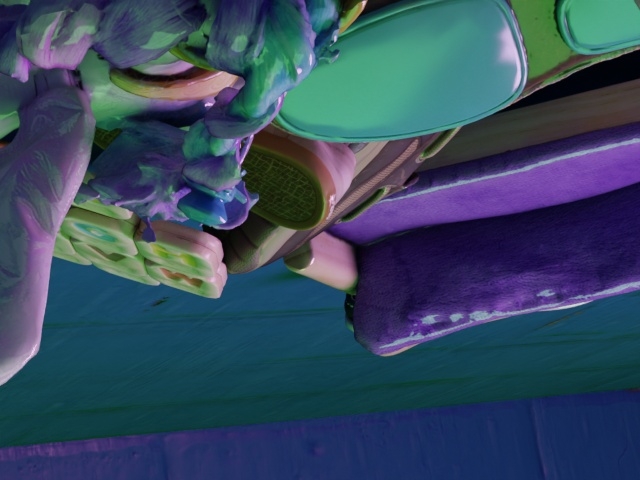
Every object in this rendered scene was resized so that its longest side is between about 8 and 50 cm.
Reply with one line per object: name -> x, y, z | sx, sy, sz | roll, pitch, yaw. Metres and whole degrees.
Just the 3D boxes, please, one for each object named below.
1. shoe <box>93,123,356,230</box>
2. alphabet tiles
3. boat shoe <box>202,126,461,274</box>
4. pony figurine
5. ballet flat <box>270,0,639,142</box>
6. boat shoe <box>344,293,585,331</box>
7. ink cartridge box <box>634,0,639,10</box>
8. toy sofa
shoe -> -0.078, -0.077, 0.903 | 0.219, 0.058, 0.076 | 29, 137, 12
alphabet tiles -> -0.206, -0.018, 1.054 | 0.284, 0.021, 0.278 | 17, 166, 2
boat shoe -> 0.011, -0.061, 1.048 | 0.130, 0.132, 0.355 | -3, 166, -25
pony figurine -> -0.154, -0.080, 0.659 | 0.351, 0.302, 0.363 | -12, -177, -16
ballet flat -> 0.110, -0.138, 0.841 | 0.316, 0.106, 0.107 | -14, 131, 1
boat shoe -> 0.161, 0.030, 1.613 | 0.303, 0.091, 0.114 | -14, -150, 13
ink cartridge box -> 0.269, -0.154, 0.625 | 0.168, 0.171, 0.232 | 0, 144, -35
toy sofa -> 0.159, -0.028, 1.185 | 0.363, 0.177, 0.150 | -13, 166, 17
